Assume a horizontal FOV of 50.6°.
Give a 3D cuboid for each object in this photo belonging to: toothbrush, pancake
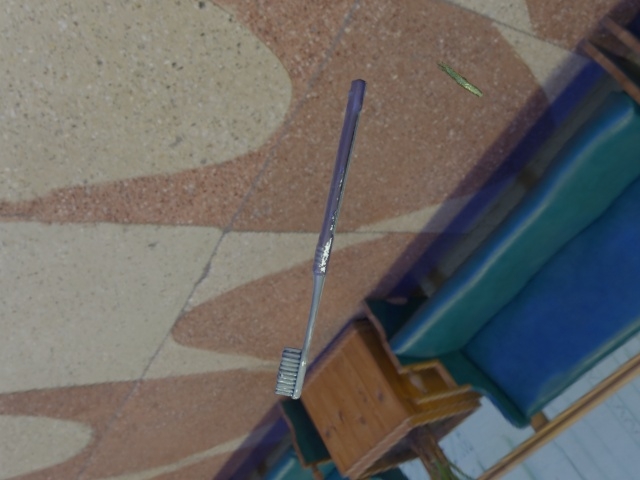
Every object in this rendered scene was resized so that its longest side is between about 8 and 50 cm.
[{"bbox_3d":[0.000,0.000,0.732,0.029,0.024,0.353,12,94,-11],"label":"toothbrush"},{"bbox_3d":[0.250,-0.289,1.216,0.108,0.108,0.017,14,117,-49],"label":"pancake"}]
